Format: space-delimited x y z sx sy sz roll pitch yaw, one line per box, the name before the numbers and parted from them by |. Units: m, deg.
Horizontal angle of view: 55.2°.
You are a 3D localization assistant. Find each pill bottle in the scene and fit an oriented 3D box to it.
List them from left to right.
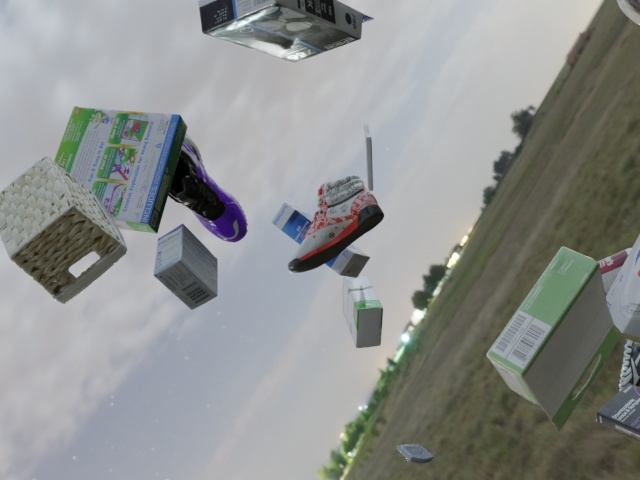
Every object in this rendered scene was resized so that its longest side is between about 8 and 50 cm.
pill bottle | 0.891 0.095 1.800 0.221 0.121 0.121 -30 1 25

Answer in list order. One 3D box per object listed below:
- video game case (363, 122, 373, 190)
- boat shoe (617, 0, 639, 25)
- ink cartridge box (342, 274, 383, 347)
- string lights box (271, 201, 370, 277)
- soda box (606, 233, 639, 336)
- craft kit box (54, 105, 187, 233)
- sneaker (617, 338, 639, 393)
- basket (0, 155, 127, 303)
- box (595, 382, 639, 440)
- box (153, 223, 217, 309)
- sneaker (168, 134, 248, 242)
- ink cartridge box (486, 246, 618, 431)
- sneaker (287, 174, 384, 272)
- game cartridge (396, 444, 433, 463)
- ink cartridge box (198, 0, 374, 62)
video game case | 0.175 -0.304 2.213 0.183 0.023 0.201 -86 -8 -64
boat shoe | 0.457 -0.318 0.608 0.335 0.112 0.095 -29 -17 -7
ink cartridge box | 0.141 0.239 2.109 0.219 0.093 0.160 -110 18 -60
string lights box | 0.000 0.000 1.716 0.076 0.260 0.133 -56 -23 8
soda box | 0.622 0.037 1.093 0.091 0.098 0.286 -97 22 -64
craft kit box | -0.421 -0.148 1.246 0.061 0.247 0.249 74 -155 -68
sneaker | 1.077 0.456 2.085 0.078 0.106 0.234 43 -121 -55
basket | -0.347 -0.019 0.802 0.113 0.167 0.103 -41 -45 -5
box | 0.624 0.334 1.149 0.116 0.162 0.029 -27 -67 -28
box | -0.288 0.056 1.322 0.072 0.126 0.137 -30 35 13
sneaker | -0.280 -0.101 1.376 0.102 0.293 0.146 -33 14 14
ink cartridge box | 0.315 0.138 0.805 0.171 0.056 0.235 -52 -41 -10
sneaker | 0.013 -0.044 1.472 0.270 0.144 0.090 -35 -24 18
game cartridge | 0.221 0.493 1.415 0.083 0.056 0.017 16 -83 -41
ink cartridge box | -0.046 -0.391 1.113 0.333 0.166 0.065 -8 -90 -55
